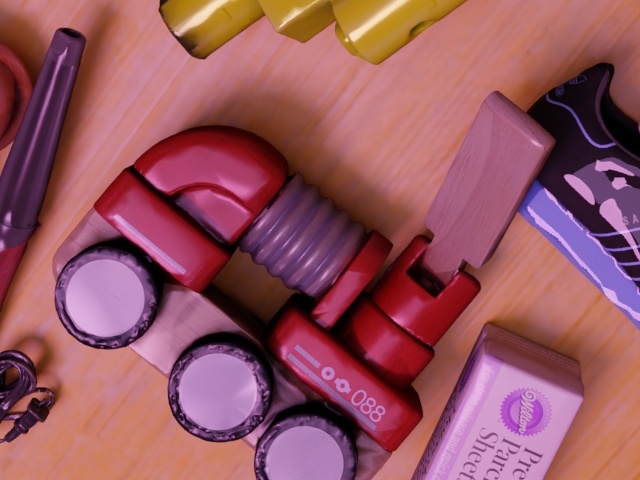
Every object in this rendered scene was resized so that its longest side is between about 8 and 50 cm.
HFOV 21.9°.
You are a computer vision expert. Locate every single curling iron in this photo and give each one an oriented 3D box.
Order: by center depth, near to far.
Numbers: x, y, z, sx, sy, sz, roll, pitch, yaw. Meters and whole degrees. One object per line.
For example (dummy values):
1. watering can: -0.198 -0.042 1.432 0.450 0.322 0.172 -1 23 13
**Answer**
1. curling iron: -0.173 0.002 0.975 0.068 0.035 0.274 16 112 2

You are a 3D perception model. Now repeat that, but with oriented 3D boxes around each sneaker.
1. sneaker: 0.203 0.003 0.909 0.232 0.081 0.090 42 113 -3

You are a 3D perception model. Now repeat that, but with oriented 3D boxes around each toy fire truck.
1. toy fire truck: 0.000 0.000 0.914 0.217 0.158 0.246 40 95 -3

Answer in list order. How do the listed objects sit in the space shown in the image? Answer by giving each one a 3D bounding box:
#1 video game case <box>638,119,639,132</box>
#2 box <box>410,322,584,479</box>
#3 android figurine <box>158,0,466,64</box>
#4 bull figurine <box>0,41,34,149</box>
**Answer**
1. video game case: 0.361 -0.113 0.757 0.329 0.036 0.300 25 107 3
2. box: 0.061 0.208 0.992 0.067 0.063 0.324 24 107 0
3. android figurine: 0.010 -0.221 0.863 0.273 0.056 0.248 -33 77 18
4. bull figurine: -0.324 -0.090 0.928 0.310 0.101 0.188 20 113 -11
